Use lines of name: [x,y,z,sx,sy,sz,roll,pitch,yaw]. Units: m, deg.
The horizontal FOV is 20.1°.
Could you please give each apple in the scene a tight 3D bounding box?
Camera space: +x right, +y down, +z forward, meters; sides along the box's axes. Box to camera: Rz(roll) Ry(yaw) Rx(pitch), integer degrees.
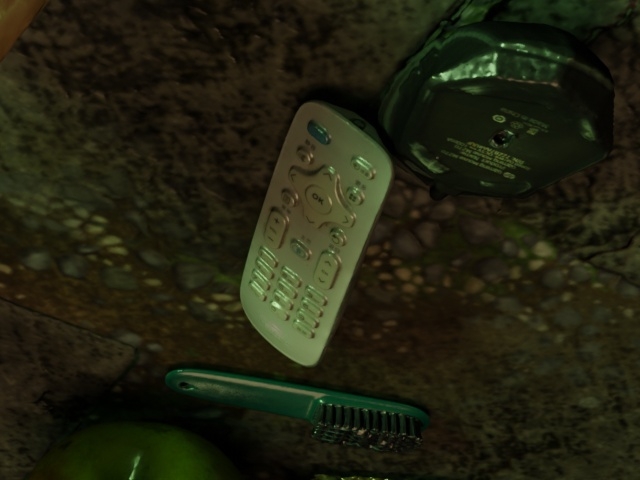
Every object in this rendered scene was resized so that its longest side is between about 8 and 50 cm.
apple: [-0.131,0.225,1.307,0.196,0.196,0.196,4,143,3]

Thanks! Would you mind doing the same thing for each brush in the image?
brush: [-0.016,0.123,1.283,0.193,0.032,0.043,10,143,-8]

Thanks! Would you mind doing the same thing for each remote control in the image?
remote control: [0.000,0.000,1.105,0.073,0.044,0.229,41,143,17]

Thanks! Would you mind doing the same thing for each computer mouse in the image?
computer mouse: [0.097,-0.074,0.981,0.105,0.062,0.192,20,159,-12]

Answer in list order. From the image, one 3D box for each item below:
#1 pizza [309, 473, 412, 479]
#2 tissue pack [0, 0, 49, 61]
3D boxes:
pizza: [0.090,0.288,1.452,0.257,0.087,0.268,7,145,2]
tissue pack: [-0.320,-0.153,0.847,0.238,0.239,0.305,-24,134,34]
